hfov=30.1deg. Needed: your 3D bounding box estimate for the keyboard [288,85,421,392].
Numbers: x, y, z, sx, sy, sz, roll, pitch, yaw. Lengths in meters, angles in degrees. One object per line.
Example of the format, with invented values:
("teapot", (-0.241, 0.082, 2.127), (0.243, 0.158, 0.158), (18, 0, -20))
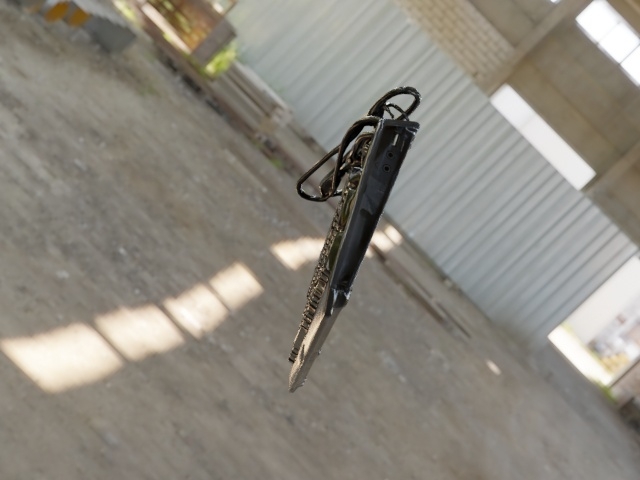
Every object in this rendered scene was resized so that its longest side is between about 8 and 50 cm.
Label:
("keyboard", (0.000, 0.000, 0.483), (0.038, 0.100, 0.192), (23, -17, 0))
